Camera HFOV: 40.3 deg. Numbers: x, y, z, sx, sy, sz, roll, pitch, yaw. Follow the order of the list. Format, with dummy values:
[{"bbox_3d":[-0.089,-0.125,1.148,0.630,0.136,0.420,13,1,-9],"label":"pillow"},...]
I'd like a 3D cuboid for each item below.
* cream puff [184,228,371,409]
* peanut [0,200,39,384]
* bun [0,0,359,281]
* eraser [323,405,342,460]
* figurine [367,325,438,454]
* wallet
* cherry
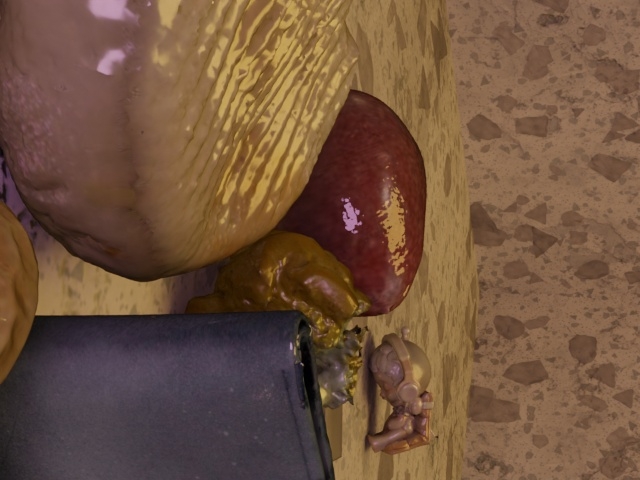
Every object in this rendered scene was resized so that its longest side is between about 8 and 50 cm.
[{"bbox_3d":[-0.059,0.097,0.912,0.195,0.194,0.221,-71,166,-49],"label":"cream puff"},{"bbox_3d":[-0.226,0.084,0.410,0.136,0.120,0.298,97,5,-52],"label":"peanut"},{"bbox_3d":[-0.116,-0.157,0.633,0.365,0.219,0.365,17,90,-72],"label":"bun"},{"bbox_3d":[0.013,0.276,1.388,0.104,0.023,0.150,22,68,-72],"label":"eraser"},{"bbox_3d":[0.148,0.288,1.697,0.162,0.141,0.237,-161,-115,-77],"label":"figurine"},{"bbox_3d":[-0.109,0.176,0.591,0.054,0.251,0.291,-64,148,-63],"label":"wallet"},{"bbox_3d":[0.025,-0.040,1.062,0.261,0.221,0.308,83,-5,-59],"label":"cherry"}]
